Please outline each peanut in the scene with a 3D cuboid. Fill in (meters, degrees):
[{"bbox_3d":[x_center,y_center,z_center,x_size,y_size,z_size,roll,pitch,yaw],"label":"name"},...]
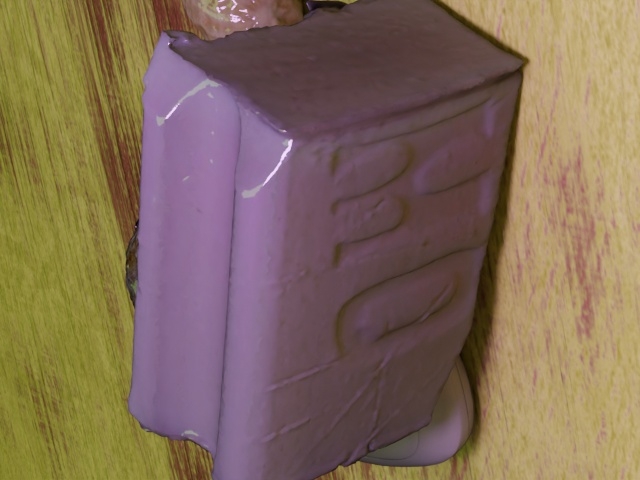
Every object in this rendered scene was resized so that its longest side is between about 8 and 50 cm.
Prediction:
[{"bbox_3d":[-0.124,-0.322,2.174,0.298,0.120,0.136,56,180,27],"label":"peanut"}]

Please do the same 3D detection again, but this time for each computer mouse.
[{"bbox_3d":[0.059,0.176,2.177,0.297,0.121,0.184,5,112,58],"label":"computer mouse"}]

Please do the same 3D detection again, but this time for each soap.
[{"bbox_3d":[0.000,0.000,1.907,0.213,0.350,0.435,33,128,37],"label":"soap"}]

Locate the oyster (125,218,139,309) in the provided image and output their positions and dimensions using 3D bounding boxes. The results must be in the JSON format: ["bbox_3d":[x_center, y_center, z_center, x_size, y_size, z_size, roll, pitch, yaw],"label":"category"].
[{"bbox_3d":[-0.164,0.090,2.514,0.162,0.158,0.351,-14,86,20],"label":"oyster"}]
